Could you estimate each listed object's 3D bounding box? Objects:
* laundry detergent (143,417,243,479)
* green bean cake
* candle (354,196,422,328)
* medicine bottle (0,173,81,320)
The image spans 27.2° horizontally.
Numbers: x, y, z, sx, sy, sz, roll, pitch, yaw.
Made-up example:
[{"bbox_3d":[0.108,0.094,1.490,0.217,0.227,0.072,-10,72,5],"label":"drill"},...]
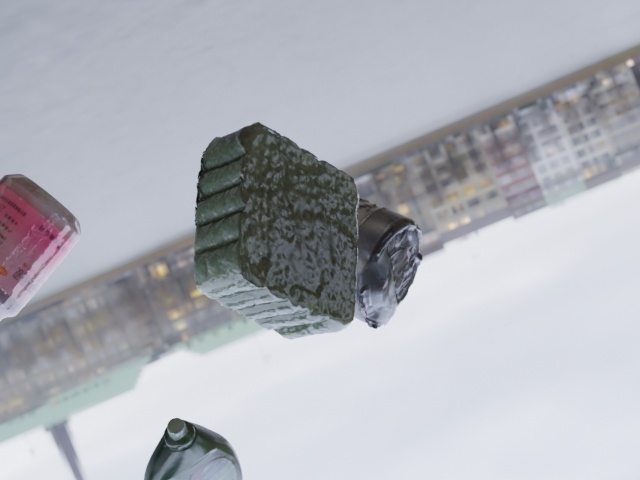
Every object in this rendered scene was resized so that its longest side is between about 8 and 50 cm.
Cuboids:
[{"bbox_3d":[-0.172,0.296,1.703,0.137,0.063,0.211,-33,146,-14],"label":"laundry detergent"},{"bbox_3d":[-0.047,-0.007,1.361,0.094,0.183,0.185,-14,151,34],"label":"green bean cake"},{"bbox_3d":[0.000,0.000,2.125,0.330,0.187,0.187,24,-150,29],"label":"candle"},{"bbox_3d":[-0.457,0.034,1.847,0.247,0.147,0.147,-52,-172,-10],"label":"medicine bottle"}]
